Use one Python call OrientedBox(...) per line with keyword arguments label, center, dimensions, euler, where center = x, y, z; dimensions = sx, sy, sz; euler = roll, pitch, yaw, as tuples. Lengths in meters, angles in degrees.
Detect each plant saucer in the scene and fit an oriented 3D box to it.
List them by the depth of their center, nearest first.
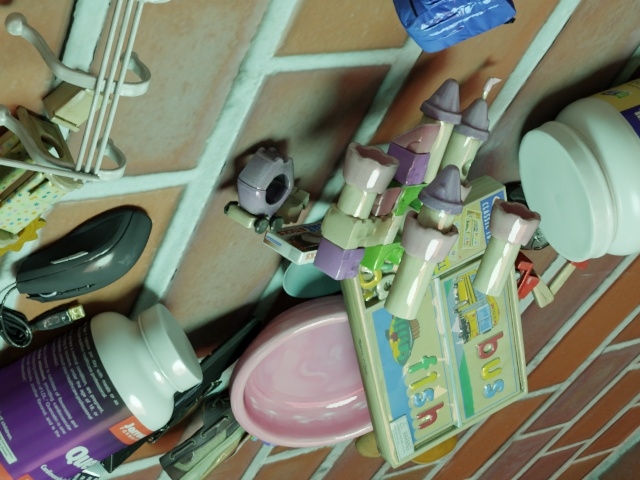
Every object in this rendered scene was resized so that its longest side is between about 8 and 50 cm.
OrientedBox(label="plant saucer", center=(0.026, 0.016, 1.826), dimensions=(0.195, 0.037, 0.195), euler=(-22, 153, -12))
OrientedBox(label="plant saucer", center=(0.013, 0.199, 1.946), dimensions=(0.332, 0.084, 0.332), euler=(-11, 138, -10))

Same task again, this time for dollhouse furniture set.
OrientedBox(label="dollhouse furniture set", center=(-0.319, -0.095, 1.242), dimensions=(0.182, 0.101, 0.161), euler=(-37, 152, 18))

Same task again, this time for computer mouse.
OrientedBox(label="computer mouse", center=(-0.317, 0.064, 1.569), dimensions=(0.262, 0.060, 0.184), euler=(-26, 152, -3))

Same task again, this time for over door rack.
OrientedBox(label="over door rack", center=(-0.313, -0.174, 1.096), dimensions=(0.324, 0.108, 0.239), euler=(2, 133, -24))

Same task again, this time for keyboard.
OrientedBox(label="keyboard", center=(-0.215, 0.239, 1.884), dimensions=(0.317, 0.033, 0.201), euler=(-40, 167, -24))

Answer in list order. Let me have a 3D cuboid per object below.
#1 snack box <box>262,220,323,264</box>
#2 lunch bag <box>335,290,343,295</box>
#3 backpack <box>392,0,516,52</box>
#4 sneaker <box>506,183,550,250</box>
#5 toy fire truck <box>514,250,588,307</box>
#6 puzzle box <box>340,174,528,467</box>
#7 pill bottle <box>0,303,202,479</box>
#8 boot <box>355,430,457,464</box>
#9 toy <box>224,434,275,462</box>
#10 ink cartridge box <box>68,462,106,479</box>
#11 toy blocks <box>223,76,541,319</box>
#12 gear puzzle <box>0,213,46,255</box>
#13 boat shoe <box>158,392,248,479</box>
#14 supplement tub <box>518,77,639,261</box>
OrientedBox(label="snack box", center=(0.000, 0.000, 1.633), dimensions=(0.178, 0.064, 0.022), euler=(-11, 126, -56))
OrientedBox(label="lunch bag", center=(0.147, 0.109, 2.025), dimensions=(0.221, 0.138, 0.293), euler=(-37, 143, 24))
OrientedBox(label="backpack", center=(0.139, -0.277, 1.360), dimensions=(0.120, 0.098, 0.101), euler=(-25, 147, 22))
OrientedBox(label="sneaker", center=(0.349, -0.025, 2.005), dimensions=(0.229, 0.086, 0.132), euler=(-2, 146, -42))
OrientedBox(label="toy fire truck", center=(0.342, 0.071, 1.977), dimensions=(0.135, 0.047, 0.192), euler=(12, 112, -29))
OrientedBox(label="puzzle box", center=(0.180, 0.129, 1.853), dimensions=(0.272, 0.052, 0.409), euler=(-26, 126, -19))
OrientedBox(label="pill bottle", center=(-0.333, 0.219, 1.691), dimensions=(0.323, 0.181, 0.181), euler=(-29, 153, 3))
OrientedBox(label="boot", center=(0.232, 0.380, 2.582), dimensions=(0.295, 0.104, 0.211), euler=(3, 141, -39))
OrientedBox(label="toy", center=(-0.055, 0.308, 2.139), dimensions=(0.237, 0.056, 0.137), euler=(-43, 174, -32))
OrientedBox(label="ink cartridge box", center=(-0.386, 0.381, 1.930), dimensions=(0.223, 0.045, 0.224), euler=(-51, -173, 38))
OrientedBox(label="toy blocks", center=(0.103, -0.093, 1.547), dimensions=(0.288, 0.309, 0.260), euler=(-10, 124, -54))
OrientedBox(label="gear puzzle", center=(-0.461, -0.004, 1.345), dimensions=(0.339, 0.044, 0.175), euler=(-11, 147, -35))
OrientedBox(label="boat shoe", center=(-0.168, 0.312, 2.100), dimensions=(0.285, 0.092, 0.103), euler=(-48, 177, 10))
OrientedBox(label="supplement tub", center=(0.485, -0.119, 1.790), dimensions=(0.331, 0.241, 0.241), euler=(-21, 152, -14))
